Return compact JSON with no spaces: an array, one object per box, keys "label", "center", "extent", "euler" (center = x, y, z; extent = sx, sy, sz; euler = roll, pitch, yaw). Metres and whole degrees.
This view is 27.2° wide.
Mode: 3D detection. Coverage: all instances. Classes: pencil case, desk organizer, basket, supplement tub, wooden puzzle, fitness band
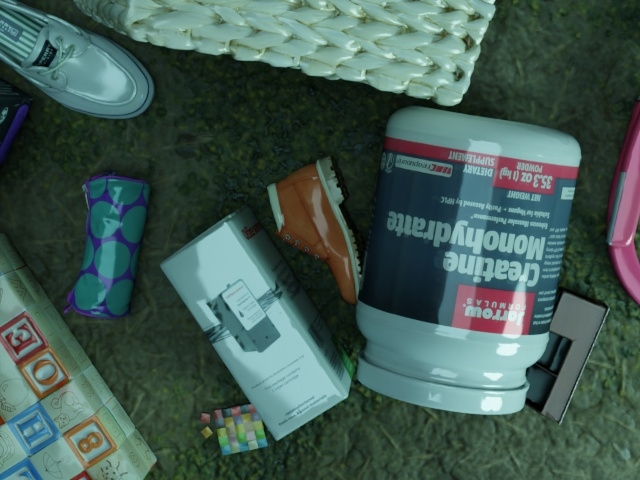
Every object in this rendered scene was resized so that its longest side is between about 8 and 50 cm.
[{"label":"pencil case","center":[-0.220,0.005,1.367],"extent":[0.070,0.064,0.152],"euler":[8,96,-13]},{"label":"desk organizer","center":[0.247,0.117,1.359],"extent":[0.050,0.047,0.130],"euler":[22,96,3]},{"label":"basket","center":[-0.025,-0.287,1.155],"extent":[0.328,0.331,0.266],"euler":[10,99,-21]},{"label":"supplement tub","center":[0.138,0.015,1.283],"extent":[0.191,0.191,0.272],"euler":[9,96,3]},{"label":"wooden puzzle","center":[-0.086,0.200,1.408],"extent":[0.083,0.006,0.049],"euler":[-12,95,5]},{"label":"fitness band","center":[0.403,-0.049,1.333],"extent":[0.209,0.054,0.291],"euler":[13,97,-1]}]

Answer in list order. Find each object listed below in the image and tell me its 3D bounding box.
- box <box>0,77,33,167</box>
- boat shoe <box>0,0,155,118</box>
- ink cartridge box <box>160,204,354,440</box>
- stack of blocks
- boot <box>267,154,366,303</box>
[{"label":"box","center":[-0.448,-0.132,1.292],"extent":[0.270,0.143,0.165],"euler":[28,96,1]},{"label":"boat shoe","center":[-0.279,-0.187,1.346],"extent":[0.226,0.076,0.083],"euler":[24,97,1]},{"label":"ink cartridge box","center":[-0.059,0.077,1.321],"extent":[0.087,0.153,0.208],"euler":[-33,92,7]},{"label":"stack of blocks","center":[-0.328,0.163,1.378],"extent":[0.171,0.087,0.297],"euler":[-32,93,6]},{"label":"boot","center":[0.000,0.000,1.361],"extent":[0.084,0.059,0.158],"euler":[-20,86,8]}]
